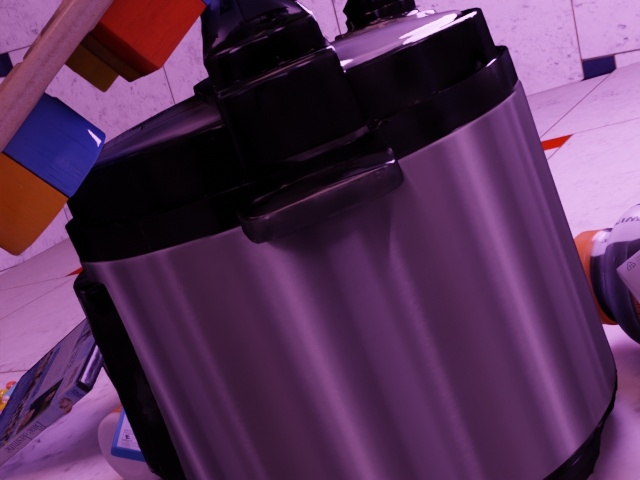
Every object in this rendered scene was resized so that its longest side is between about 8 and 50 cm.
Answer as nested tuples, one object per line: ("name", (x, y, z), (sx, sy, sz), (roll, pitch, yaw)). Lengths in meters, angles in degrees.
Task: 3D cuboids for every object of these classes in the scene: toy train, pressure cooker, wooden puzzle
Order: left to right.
("toy train", (-0.408, 0.231, 1.232), (0.125, 0.046, 0.166), (-25, 16, -21))
("wooden puzzle", (-0.172, -0.106, 0.566), (0.348, 0.080, 0.322), (-52, 22, -11))
("pressure cooker", (0.005, -0.003, 0.671), (0.369, 0.421, 0.375), (-8, 19, 44))

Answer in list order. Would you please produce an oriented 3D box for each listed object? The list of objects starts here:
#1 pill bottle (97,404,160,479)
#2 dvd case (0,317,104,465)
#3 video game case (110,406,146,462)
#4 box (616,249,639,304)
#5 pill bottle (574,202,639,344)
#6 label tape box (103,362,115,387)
("pill bottle", (-0.158, 0.187, 0.909), (0.086, 0.086, 0.152), (-11, 16, 38))
("dvd case", (-0.339, 0.180, 1.065), (0.253, 0.022, 0.180), (-39, 22, 28))
("video game case", (-0.138, 0.161, 0.864), (0.119, 0.015, 0.166), (13, 37, -9))
("box", (0.303, 0.041, 0.556), (0.145, 0.038, 0.186), (-45, 38, 20))
("pill bottle", (0.325, 0.026, 0.686), (0.130, 0.131, 0.245), (-32, 17, -38))
("label tape box", (-0.076, 0.091, 1.074), (0.333, 0.106, 0.241), (-20, 15, 20))
